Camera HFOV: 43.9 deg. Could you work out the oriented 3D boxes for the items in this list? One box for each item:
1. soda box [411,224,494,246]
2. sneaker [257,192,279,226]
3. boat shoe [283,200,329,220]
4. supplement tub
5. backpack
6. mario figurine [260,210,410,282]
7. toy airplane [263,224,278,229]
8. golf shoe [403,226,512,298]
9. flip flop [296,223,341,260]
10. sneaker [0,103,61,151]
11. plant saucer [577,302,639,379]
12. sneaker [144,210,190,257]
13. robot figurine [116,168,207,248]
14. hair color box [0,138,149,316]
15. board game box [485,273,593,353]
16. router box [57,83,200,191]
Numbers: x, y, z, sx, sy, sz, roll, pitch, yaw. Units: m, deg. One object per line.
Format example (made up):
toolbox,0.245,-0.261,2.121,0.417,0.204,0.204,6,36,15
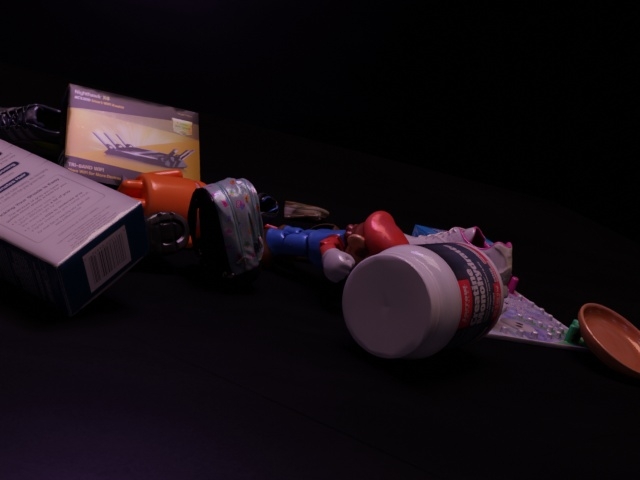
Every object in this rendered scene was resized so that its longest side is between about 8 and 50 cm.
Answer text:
soda box,0.317,0.020,1.885,0.210,0.071,0.067,10,15,-25
sneaker,-0.136,-0.047,1.673,0.079,0.121,0.217,56,6,-4
boat shoe,-0.039,-0.072,2.132,0.056,0.048,0.153,12,1,41
supplement tub,0.180,0.100,1.362,0.191,0.191,0.272,25,16,32
backpack,-0.166,-0.023,1.440,0.115,0.182,0.152,-20,28,-29
mario figurine,0.031,0.043,1.566,0.321,0.170,0.198,2,41,32
toy airplane,-0.108,-0.023,1.865,0.151,0.028,0.151,15,15,-4
golf shoe,0.279,0.021,1.697,0.306,0.140,0.115,24,17,35
flip flop,0.000,0.000,1.789,0.277,0.080,0.112,8,16,-31
sneaker,-0.720,-0.287,1.900,0.300,0.111,0.121,-2,-16,-28
plant saucer,0.608,0.212,1.630,0.200,0.037,0.200,24,30,-15
sneaker,-0.362,0.004,1.381,0.267,0.101,0.106,-2,-5,-41
robot figurine,-0.304,-0.070,1.607,0.219,0.128,0.158,7,17,-34
hair color box,-0.450,-0.034,1.205,0.347,0.105,0.174,23,45,23
board game box,0.358,0.125,1.777,0.390,0.050,0.390,11,14,-22
router box,-0.429,-0.203,1.793,0.309,0.242,0.081,9,-29,-28
